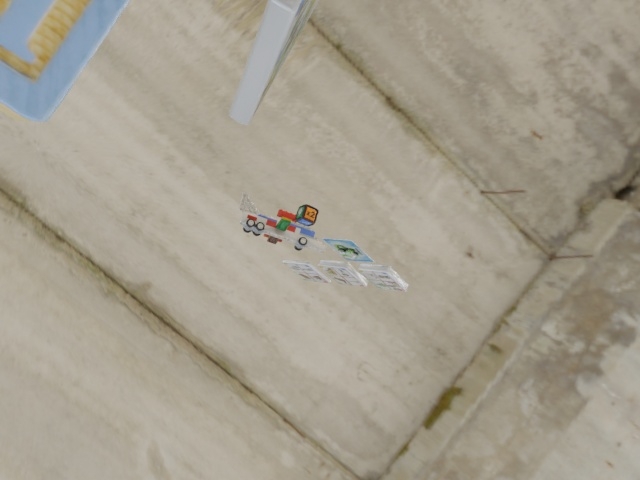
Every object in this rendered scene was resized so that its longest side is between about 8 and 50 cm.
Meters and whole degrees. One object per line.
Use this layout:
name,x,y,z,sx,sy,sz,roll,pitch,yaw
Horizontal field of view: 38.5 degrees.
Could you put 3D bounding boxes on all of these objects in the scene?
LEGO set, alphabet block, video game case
LEGO set,0.000,0.000,1.279,0.244,0.182,0.060,41,-120,-52
alphabet block,-0.303,-0.236,0.868,0.193,0.197,0.192,37,-98,-22
video game case,-0.012,-0.324,1.124,0.036,0.329,0.300,29,-109,-5
